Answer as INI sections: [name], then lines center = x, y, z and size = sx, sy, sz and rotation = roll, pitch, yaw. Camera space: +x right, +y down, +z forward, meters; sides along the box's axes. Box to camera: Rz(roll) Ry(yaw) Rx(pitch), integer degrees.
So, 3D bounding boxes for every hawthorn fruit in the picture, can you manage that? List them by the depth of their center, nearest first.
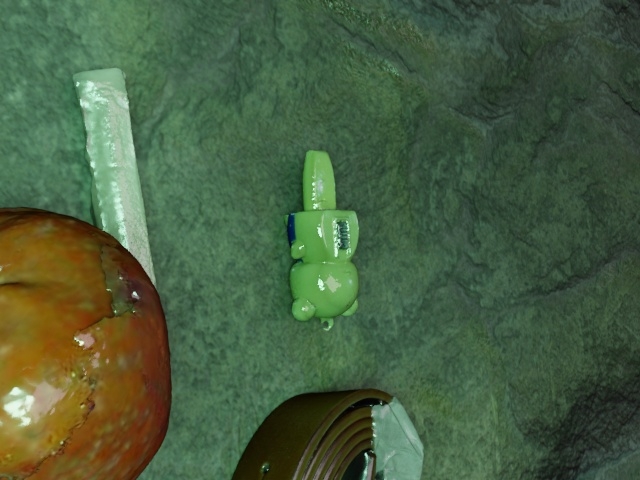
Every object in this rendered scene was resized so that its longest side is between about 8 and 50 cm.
[hawthorn fruit]
center = -0.244, 0.136, 0.649
size = 0.276, 0.276, 0.307
rotation = -50, 142, -35

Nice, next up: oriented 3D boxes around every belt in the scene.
[belt]
center = 0.002, 0.336, 0.923
size = 0.217, 0.122, 0.339
rotation = 31, 64, -34

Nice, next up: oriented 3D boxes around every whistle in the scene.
[whistle]
center = 0.000, 0.000, 0.991
size = 0.105, 0.085, 0.227
rotation = -3, 87, -43

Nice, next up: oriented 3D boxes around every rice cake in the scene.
[rice cake]
center = -0.215, -0.050, 0.824
size = 0.057, 0.052, 0.256
rotation = -9, 90, -40
